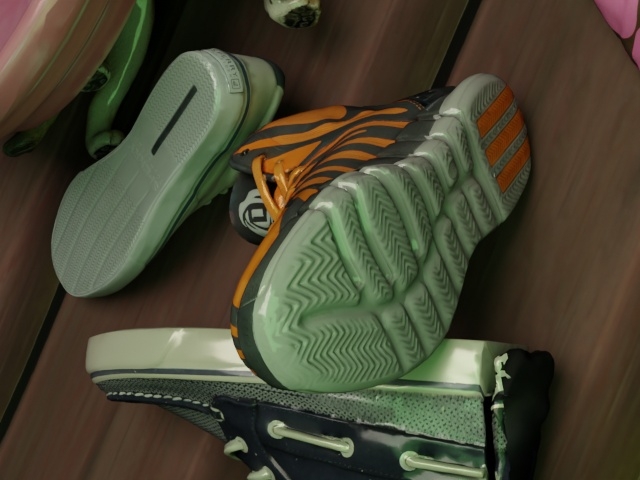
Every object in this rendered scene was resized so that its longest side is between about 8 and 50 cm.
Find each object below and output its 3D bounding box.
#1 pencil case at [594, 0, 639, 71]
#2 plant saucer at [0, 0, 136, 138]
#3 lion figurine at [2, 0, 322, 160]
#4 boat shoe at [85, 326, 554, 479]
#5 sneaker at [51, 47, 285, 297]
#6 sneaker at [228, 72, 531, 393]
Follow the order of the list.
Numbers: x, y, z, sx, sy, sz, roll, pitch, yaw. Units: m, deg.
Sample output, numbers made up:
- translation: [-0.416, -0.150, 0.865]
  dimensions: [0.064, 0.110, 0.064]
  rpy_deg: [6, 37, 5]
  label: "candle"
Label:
- translation: [0.228, -0.139, 0.890]
  dimensions: [0.095, 0.098, 0.209]
  rpy_deg: [-35, 63, 17]
  label: "pencil case"
- translation: [-0.217, -0.211, 1.046]
  dimensions: [0.332, 0.084, 0.332]
  rpy_deg: [-30, 49, 42]
  label: "plant saucer"
- translation: [-0.113, -0.237, 1.084]
  dimensions: [0.392, 0.142, 0.240]
  rpy_deg: [-26, 59, 25]
  label: "lion figurine"
- translation: [-0.016, 0.141, 0.937]
  dimensions: [0.341, 0.127, 0.158]
  rpy_deg: [0, 83, 30]
  label: "boat shoe"
- translation: [-0.112, -0.042, 1.063]
  dimensions: [0.258, 0.091, 0.094]
  rpy_deg: [-44, 64, 36]
  label: "sneaker"
- translation: [0.000, 0.000, 0.898]
  dimensions: [0.180, 0.321, 0.124]
  rpy_deg: [-7, 111, 35]
  label: "sneaker"
